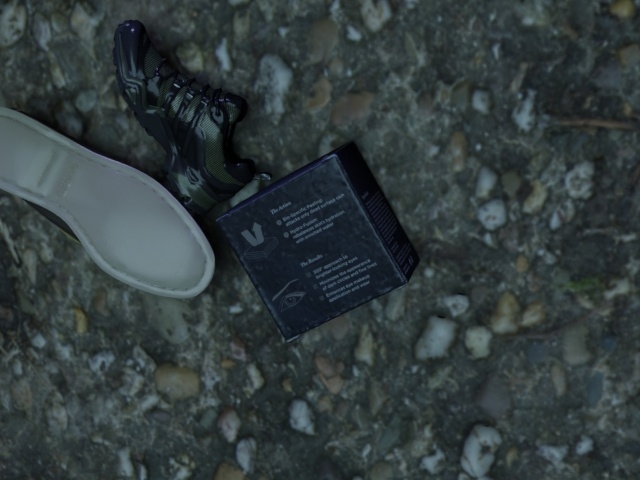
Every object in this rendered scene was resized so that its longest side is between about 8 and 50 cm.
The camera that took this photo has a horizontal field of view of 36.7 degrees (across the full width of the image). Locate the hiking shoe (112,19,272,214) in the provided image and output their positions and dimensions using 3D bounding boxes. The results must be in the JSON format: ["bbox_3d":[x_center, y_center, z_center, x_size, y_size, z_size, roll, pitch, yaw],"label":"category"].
[{"bbox_3d":[-0.141,-0.149,1.066,0.114,0.086,0.226,-25,103,7],"label":"hiking shoe"}]

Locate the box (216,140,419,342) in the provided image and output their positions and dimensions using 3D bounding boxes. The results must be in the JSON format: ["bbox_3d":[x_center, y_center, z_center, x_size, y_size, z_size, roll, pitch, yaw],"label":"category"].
[{"bbox_3d":[0.000,0.000,1.050,0.156,0.093,0.158,-27,97,21],"label":"box"}]

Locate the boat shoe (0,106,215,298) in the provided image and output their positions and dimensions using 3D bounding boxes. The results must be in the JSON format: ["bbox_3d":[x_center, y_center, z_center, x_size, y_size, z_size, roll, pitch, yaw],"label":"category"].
[{"bbox_3d":[-0.254,-0.043,1.109,0.324,0.097,0.116,31,91,5],"label":"boat shoe"}]
